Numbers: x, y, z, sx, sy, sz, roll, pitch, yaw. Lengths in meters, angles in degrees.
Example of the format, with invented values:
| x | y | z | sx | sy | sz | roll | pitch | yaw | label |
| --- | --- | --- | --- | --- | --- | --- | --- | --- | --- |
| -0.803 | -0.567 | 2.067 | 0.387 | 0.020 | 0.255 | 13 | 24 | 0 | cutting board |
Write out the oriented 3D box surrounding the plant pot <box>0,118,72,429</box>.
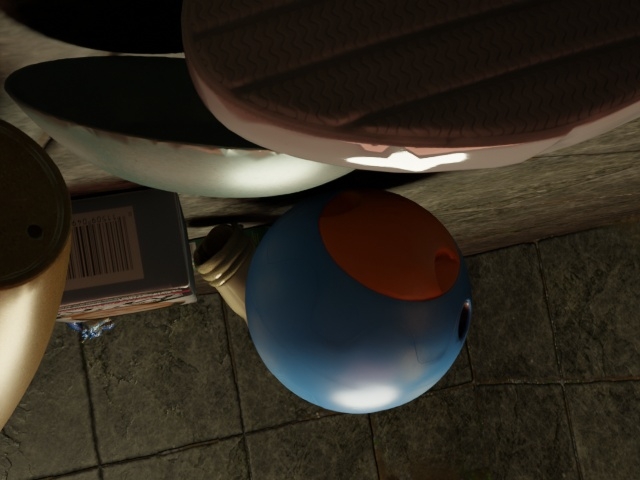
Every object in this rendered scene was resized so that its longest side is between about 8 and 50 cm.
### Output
| x | y | z | sx | sy | sz | roll | pitch | yaw | label |
| --- | --- | --- | --- | --- | --- | --- | --- | --- | --- |
| -0.270 | 0.029 | 0.587 | 0.237 | 0.237 | 0.254 | -5 | 159 | -42 | plant pot |

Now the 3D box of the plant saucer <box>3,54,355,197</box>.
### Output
| x | y | z | sx | sy | sz | roll | pitch | yaw | label |
| --- | --- | --- | --- | --- | --- | --- | --- | --- | --- |
| -0.053 | -0.055 | 0.434 | 0.195 | 0.037 | 0.195 | 6 | -160 | -2 | plant saucer |

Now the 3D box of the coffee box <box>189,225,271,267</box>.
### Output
| x | y | z | sx | sy | sz | roll | pitch | yaw | label |
| --- | --- | --- | --- | --- | --- | --- | --- | --- | --- |
| -0.153 | 0.014 | 1.459 | 0.184 | 0.040 | 0.113 | -11 | 173 | 14 | coffee box |

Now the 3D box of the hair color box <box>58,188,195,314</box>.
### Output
| x | y | z | sx | sy | sz | roll | pitch | yaw | label |
| --- | --- | --- | --- | --- | --- | --- | --- | --- | --- |
| -0.251 | 0.029 | 1.072 | 0.185 | 0.114 | 0.374 | -9 | 175 | -8 | hair color box |

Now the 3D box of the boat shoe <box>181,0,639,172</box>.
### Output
| x | y | z | sx | sy | sz | roll | pitch | yaw | label |
| --- | --- | --- | --- | --- | --- | --- | --- | --- | --- |
| 0.110 | -0.090 | 0.379 | 0.335 | 0.121 | 0.119 | -11 | 171 | -9 | boat shoe |

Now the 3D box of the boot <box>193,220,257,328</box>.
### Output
| x | y | z | sx | sy | sz | roll | pitch | yaw | label |
| --- | --- | --- | --- | --- | --- | --- | --- | --- | --- |
| -0.090 | 0.051 | 1.329 | 0.095 | 0.203 | 0.262 | -35 | -166 | 20 | boot |

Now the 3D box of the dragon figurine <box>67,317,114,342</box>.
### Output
| x | y | z | sx | sy | sz | roll | pitch | yaw | label |
| --- | --- | --- | --- | --- | --- | --- | --- | --- | --- |
| -0.444 | 0.105 | 1.295 | 0.289 | 0.144 | 0.085 | -13 | -139 | -18 | dragon figurine |

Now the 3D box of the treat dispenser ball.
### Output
| x | y | z | sx | sy | sz | roll | pitch | yaw | label |
| --- | --- | --- | --- | --- | --- | --- | --- | --- | --- |
| 0.048 | 0.075 | 1.127 | 0.288 | 0.288 | 0.288 | -9 | 175 | -1 | treat dispenser ball |
